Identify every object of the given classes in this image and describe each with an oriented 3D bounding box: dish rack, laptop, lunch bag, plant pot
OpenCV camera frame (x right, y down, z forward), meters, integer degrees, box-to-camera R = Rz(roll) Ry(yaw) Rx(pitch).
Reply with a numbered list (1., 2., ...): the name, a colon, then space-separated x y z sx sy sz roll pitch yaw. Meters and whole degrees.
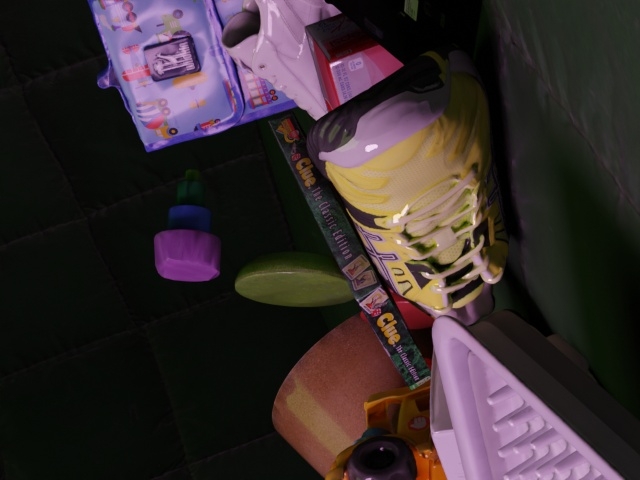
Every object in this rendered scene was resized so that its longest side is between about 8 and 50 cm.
1. dish rack: 0.195 0.200 0.836 0.333 0.072 0.285 44 157 50
2. laptop: 0.057 -0.270 1.076 0.264 0.136 0.234 42 169 13
3. lunch bag: -0.143 -0.256 1.737 0.138 0.293 0.221 -119 9 -63
4. plant pot: 0.112 0.236 1.581 0.254 0.237 0.237 51 167 30

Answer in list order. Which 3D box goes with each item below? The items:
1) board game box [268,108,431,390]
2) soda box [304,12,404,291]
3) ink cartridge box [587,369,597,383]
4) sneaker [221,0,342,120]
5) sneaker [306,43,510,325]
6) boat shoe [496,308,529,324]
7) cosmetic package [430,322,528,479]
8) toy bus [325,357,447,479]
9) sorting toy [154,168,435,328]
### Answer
1. board game box: 0.025 0.003 1.255 0.136 0.030 0.260 55 -174 -44
2. soda box: 0.066 -0.085 1.292 0.083 0.092 0.263 -119 9 -54
3. ink cartridge box: 0.229 0.227 1.009 0.235 0.056 0.171 -113 5 -55
4. sneaker: -0.020 -0.194 1.465 0.114 0.152 0.305 -120 9 -54
5. sneaker: 0.093 -0.031 1.079 0.147 0.145 0.385 60 -176 16
6. boat shoe: 0.172 0.115 1.228 0.042 0.049 0.133 -112 7 -48
7. cosmetic package: 0.158 0.188 1.186 0.117 0.085 0.231 -80 -22 -46
8. toy bus: 0.107 0.207 1.411 0.211 0.220 0.149 -105 1 -53
9. sorting toy: 0.000 0.000 1.427 0.127 0.365 0.126 -24 59 54
